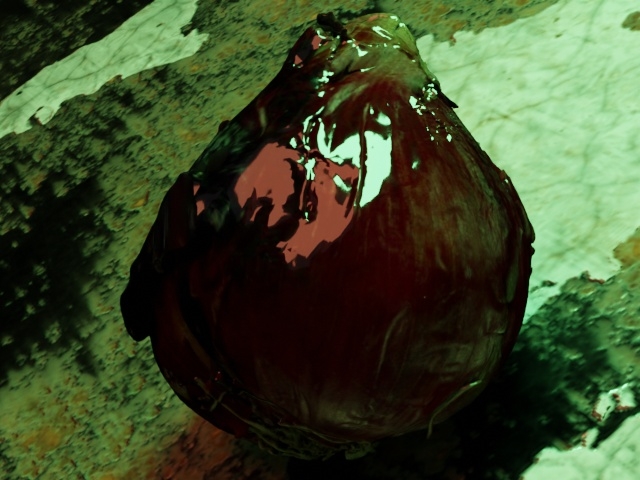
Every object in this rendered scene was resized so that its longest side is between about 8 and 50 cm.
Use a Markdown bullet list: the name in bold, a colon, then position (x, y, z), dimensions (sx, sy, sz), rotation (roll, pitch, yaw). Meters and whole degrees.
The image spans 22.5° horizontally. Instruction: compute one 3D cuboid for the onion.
- **onion**: position (0.000, 0.021, 0.978), dimensions (0.221, 0.281, 0.281), rotation (4, 13, -30)
